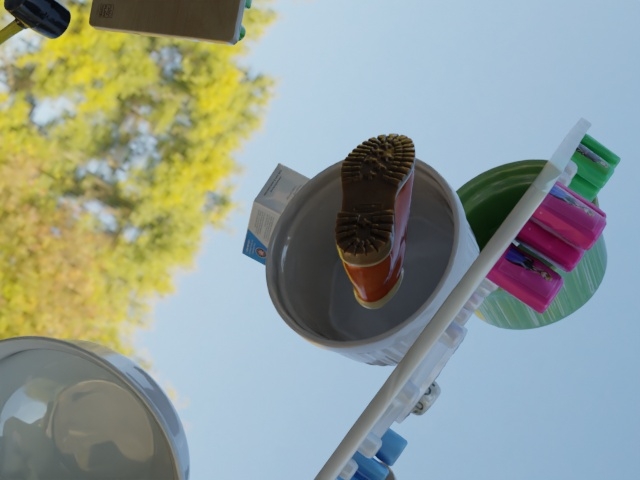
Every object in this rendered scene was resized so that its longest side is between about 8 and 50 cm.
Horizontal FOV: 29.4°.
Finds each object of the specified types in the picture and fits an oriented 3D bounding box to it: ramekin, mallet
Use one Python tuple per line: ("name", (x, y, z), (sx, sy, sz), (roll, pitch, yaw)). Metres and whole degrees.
("ramekin", (0.061, 0.026, 1.206), (0.207, 0.109, 0.207), (-13, -119, 24))
("mallet", (-0.341, -0.197, 1.218), (0.190, 0.062, 0.039), (-24, -125, 18))
("ramekin", (0.359, 0.014, 2.160), (0.303, 0.148, 0.303), (-17, -138, 16))

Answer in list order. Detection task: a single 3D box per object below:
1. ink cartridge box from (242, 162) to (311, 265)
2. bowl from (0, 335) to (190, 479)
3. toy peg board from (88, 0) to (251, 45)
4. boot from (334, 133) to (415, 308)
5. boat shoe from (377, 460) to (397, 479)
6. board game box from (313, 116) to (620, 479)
("ink cartridge box", (0.000, 0.000, 1.763), (0.086, 0.203, 0.148), (-59, 173, -33))
("bowl", (-0.257, 0.226, 1.311), (0.298, 0.298, 0.134), (-50, 175, 21))
("toy peg board", (-0.138, -0.280, 1.263), (0.079, 0.161, 0.161), (25, 74, -73))
("boot", (0.048, -0.019, 1.013), (0.059, 0.084, 0.158), (1, -133, 17))
("boat shoe", (0.107, 0.477, 1.939), (0.096, 0.088, 0.267), (-26, -141, 11))
("board game box", (0.079, 0.096, 0.869), (0.390, 0.050, 0.390), (-56, 173, 16))
